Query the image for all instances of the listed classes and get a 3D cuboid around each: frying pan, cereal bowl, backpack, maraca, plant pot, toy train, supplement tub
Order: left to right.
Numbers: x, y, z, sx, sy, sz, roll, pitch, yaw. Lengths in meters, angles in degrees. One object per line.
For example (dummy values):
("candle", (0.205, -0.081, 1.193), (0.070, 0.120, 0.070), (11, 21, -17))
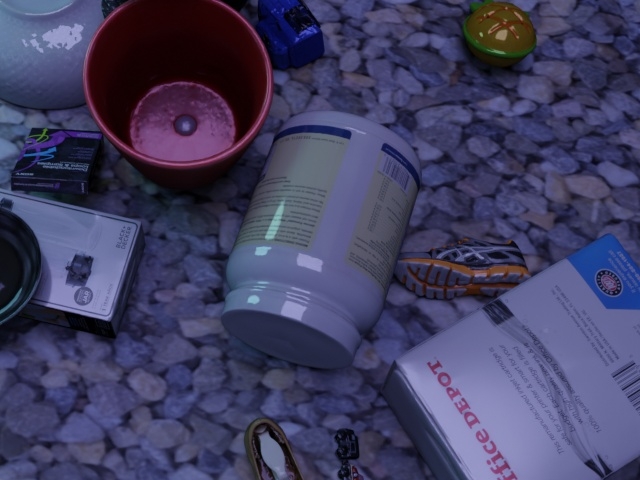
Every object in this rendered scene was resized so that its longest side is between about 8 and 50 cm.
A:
("frying pan", (-0.544, 0.007, 1.513), (0.326, 0.053, 0.197), (33, 69, 11))
("cereal bowl", (-0.447, -0.393, 1.739), (0.338, 0.141, 0.339), (2, 67, -5))
("plant pot", (-0.210, -0.203, 1.606), (0.274, 0.243, 0.275), (1, 76, -5))
("backpack", (-0.060, -0.359, 1.777), (0.101, 0.098, 0.120), (-29, 73, -12))
("supplement tub", (0.000, 0.000, 1.555), (0.235, 0.235, 0.325), (18, 67, 3))
("toy train", (0.045, 0.348, 1.526), (0.036, 0.027, 0.158), (2, 66, -15))
("maraca", (0.305, -0.362, 1.812), (0.127, 0.099, 0.186), (13, 41, -1))

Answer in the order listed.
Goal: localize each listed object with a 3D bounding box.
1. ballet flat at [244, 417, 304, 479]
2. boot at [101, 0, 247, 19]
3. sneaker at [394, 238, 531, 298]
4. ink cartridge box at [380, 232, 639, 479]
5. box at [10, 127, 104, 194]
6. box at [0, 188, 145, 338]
("ballet flat", (-0.051, 0.356, 1.488), (0.080, 0.073, 0.232), (-22, 71, -13))
("boot", (-0.241, -0.346, 1.714), (0.246, 0.161, 0.083), (-14, 77, -25))
("sneaker", (0.216, 0.037, 1.648), (0.214, 0.084, 0.083), (4, 53, -6))
("ink cartridge box", (0.327, 0.217, 1.526), (0.395, 0.166, 0.285), (-28, 71, -16))
("box", (-0.404, -0.124, 1.643), (0.116, 0.029, 0.162), (3, 35, -4))
("box", (-0.425, 0.027, 1.590), (0.289, 0.087, 0.169), (12, 67, 0))
